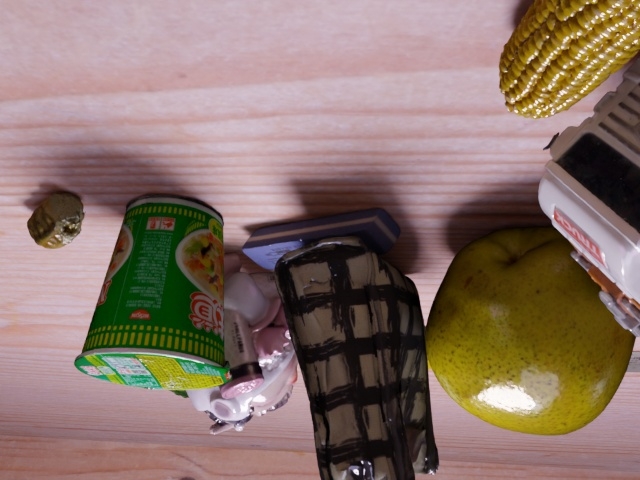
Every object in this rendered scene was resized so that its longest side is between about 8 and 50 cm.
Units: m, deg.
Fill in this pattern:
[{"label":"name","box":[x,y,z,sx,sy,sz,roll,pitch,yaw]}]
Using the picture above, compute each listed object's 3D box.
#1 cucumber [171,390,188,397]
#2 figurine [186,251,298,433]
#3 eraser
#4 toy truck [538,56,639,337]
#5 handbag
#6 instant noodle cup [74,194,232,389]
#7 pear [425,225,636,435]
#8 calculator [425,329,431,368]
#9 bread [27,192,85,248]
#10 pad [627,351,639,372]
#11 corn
[{"label":"cucumber","box":[-0.308,0.295,1.611,0.145,0.105,0.325,-3,151,16]},{"label":"figurine","box":[-0.125,0.176,1.217,0.211,0.253,0.361,44,151,17]},{"label":"eraser","box":[0.000,0.000,1.014,0.225,0.036,0.082,-8,151,25]},{"label":"toy truck","box":[0.371,0.002,0.710,0.207,0.173,0.387,-46,134,12]},{"label":"handbag","box":[0.068,0.184,0.984,0.162,0.327,0.325,-11,166,15]},{"label":"instant noodle cup","box":[-0.213,0.072,0.970,0.207,0.233,0.207,3,155,1]},{"label":"pear","box":[0.290,0.126,0.961,0.294,0.294,0.294,3,155,2]},{"label":"calculator","box":[0.215,0.235,1.478,0.146,0.032,0.235,-1,156,10]},{"label":"bread","box":[-0.378,-0.024,0.996,0.066,0.060,0.110,36,142,-24]},{"label":"pad","box":[0.580,0.267,1.521,0.264,0.009,0.159,-1,155,11]},{"label":"corn","box":[0.222,-0.189,0.518,0.106,0.106,0.293,8,158,-8]}]
